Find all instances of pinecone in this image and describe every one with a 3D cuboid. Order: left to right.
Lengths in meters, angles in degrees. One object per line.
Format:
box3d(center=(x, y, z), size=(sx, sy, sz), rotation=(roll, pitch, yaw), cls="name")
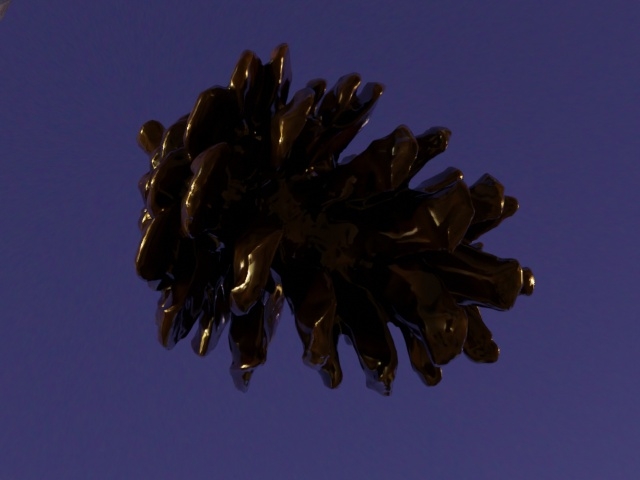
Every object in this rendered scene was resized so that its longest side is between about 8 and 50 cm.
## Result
box3d(center=(0.000, 0.000, 0.795), size=(0.309, 0.244, 0.244), rotation=(19, -89, 3), cls="pinecone")

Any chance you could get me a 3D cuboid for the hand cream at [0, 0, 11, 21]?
box3d(center=(-0.232, -0.243, 0.862), size=(0.055, 0.256, 0.088), rotation=(23, -133, -29), cls="hand cream")
